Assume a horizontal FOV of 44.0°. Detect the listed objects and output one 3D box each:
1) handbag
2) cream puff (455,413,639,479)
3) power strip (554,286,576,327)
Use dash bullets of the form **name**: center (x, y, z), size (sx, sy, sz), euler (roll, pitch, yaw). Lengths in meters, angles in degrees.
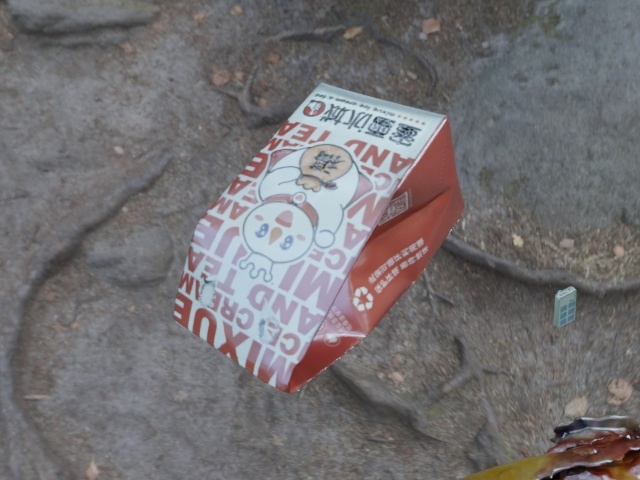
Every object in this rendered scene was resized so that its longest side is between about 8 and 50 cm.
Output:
- **handbag**: center (0.000, 0.000, 0.769), size (0.171, 0.151, 0.298), euler (21, 60, 31)
- **cream puff**: center (0.180, 0.272, 0.474), size (0.350, 0.350, 0.229), euler (-22, 48, 9)
- **power strip**: center (0.450, 0.123, 1.457), size (0.040, 0.090, 0.016), euler (-26, 42, -15)
